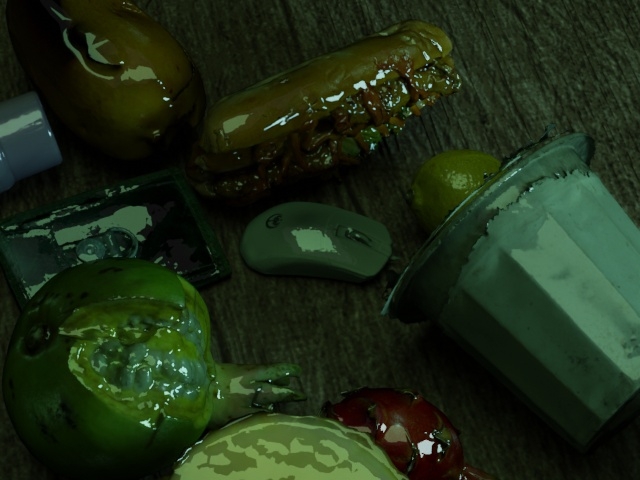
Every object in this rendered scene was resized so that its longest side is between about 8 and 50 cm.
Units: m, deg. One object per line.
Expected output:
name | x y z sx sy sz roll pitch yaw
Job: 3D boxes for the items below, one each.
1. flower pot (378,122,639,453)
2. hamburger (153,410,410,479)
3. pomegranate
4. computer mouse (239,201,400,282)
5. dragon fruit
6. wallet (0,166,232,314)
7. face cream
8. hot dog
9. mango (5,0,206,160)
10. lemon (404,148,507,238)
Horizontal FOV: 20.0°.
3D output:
flower pot | 0.245 0.067 1.845 0.290 0.290 0.259 -34 73 -25
hamburger | -0.050 0.307 1.677 0.302 0.186 0.261 22 55 5
pomegranate | -0.167 0.139 1.814 0.302 0.236 0.236 16 45 -29
computer mouse | 0.000 0.000 2.007 0.181 0.056 0.089 9 56 6
dragon fruit | 0.104 0.225 1.796 0.246 0.125 0.125 24 41 1
wallet | -0.232 0.011 2.000 0.236 0.055 0.160 -20 61 -16
face cream | -0.435 -0.083 2.051 0.274 0.096 0.154 -22 74 -7
hot dog | 0.009 -0.136 2.060 0.349 0.158 0.117 -25 74 -23
mango | -0.252 -0.210 2.095 0.201 0.153 0.287 -6 47 -49
lemon | 0.157 -0.048 2.012 0.133 0.109 0.109 -5 51 -19
